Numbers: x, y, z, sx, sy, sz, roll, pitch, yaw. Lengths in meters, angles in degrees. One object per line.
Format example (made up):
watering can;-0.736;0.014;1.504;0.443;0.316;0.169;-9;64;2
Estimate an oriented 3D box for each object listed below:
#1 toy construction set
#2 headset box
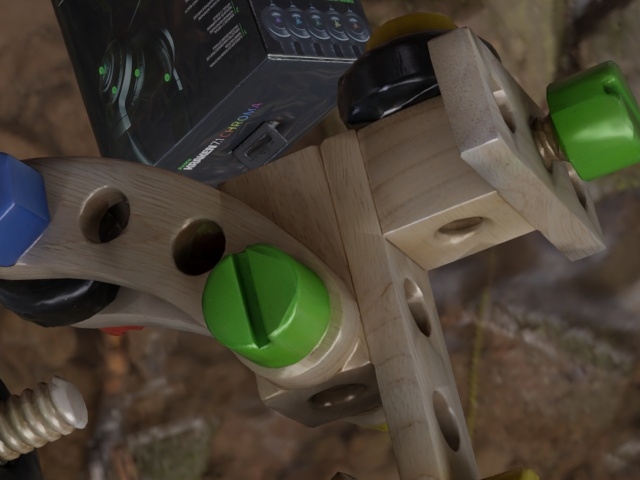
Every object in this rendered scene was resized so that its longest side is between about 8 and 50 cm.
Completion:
toy construction set;0.030;0.071;0.619;0.237;0.257;0.309;-25;129;11
headset box;-0.099;-0.194;1.569;0.131;0.283;0.246;-1;153;-41
